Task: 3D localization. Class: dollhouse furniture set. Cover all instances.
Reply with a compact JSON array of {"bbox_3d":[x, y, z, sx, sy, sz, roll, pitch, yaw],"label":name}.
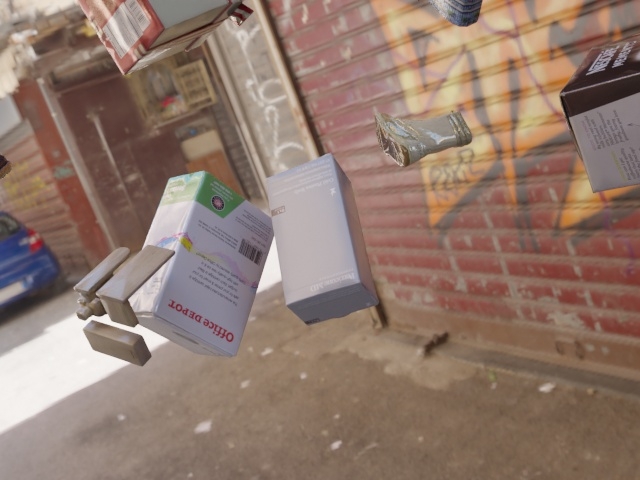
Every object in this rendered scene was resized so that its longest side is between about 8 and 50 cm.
[{"bbox_3d":[-0.303,0.098,1.247,0.144,0.151,0.123,11,43,30],"label":"dollhouse furniture set"}]

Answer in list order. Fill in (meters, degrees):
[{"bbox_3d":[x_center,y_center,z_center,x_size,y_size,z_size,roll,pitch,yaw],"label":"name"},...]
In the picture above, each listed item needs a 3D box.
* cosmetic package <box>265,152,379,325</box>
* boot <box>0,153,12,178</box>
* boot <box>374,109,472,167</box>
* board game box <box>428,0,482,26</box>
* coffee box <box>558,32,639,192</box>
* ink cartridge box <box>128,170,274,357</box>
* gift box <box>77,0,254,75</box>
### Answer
[{"bbox_3d":[0.000,0.000,1.222,0.127,0.238,0.107,-20,-33,12],"label":"cosmetic package"},{"bbox_3d":[-0.632,-0.157,1.211,0.248,0.207,0.090,-23,22,-26],"label":"boot"},{"bbox_3d":[0.262,-0.290,2.035,0.203,0.095,0.262,-19,30,-7],"label":"boot"},{"bbox_3d":[0.181,-0.458,1.219,0.060,0.194,0.194,-32,-23,-12],"label":"board game box"},{"bbox_3d":[0.412,-0.158,0.765,0.297,0.119,0.168,-12,23,36],"label":"coffee box"},{"bbox_3d":[-0.215,0.048,1.407,0.117,0.201,0.278,-5,59,42],"label":"ink cartridge box"},{"bbox_3d":[-0.309,-0.514,1.591,0.258,0.255,0.276,-37,13,-38],"label":"gift box"}]
